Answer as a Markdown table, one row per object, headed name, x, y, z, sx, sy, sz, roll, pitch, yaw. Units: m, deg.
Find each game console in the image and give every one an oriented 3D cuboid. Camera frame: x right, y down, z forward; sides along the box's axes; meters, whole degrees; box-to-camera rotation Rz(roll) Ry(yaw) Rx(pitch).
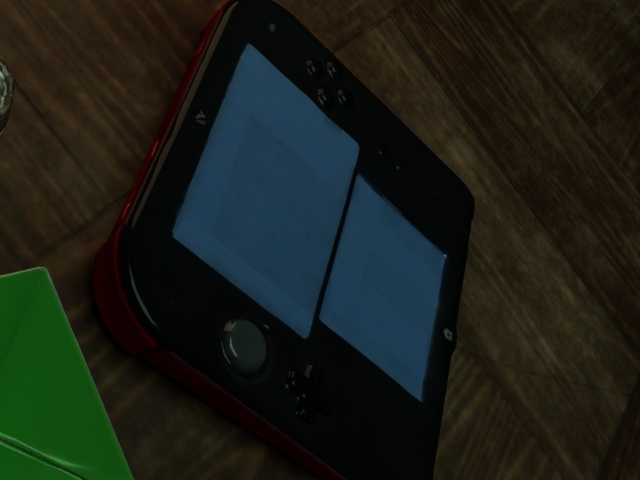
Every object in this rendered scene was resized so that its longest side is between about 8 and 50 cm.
| name | x | y | z | sx | sy | sz | roll | pitch | yaw |
| --- | --- | --- | --- | --- | --- | --- | --- | --- | --- |
| game console | 0.000 | 0.000 | 0.895 | 0.342 | 0.060 | 0.386 | 37 | 45 | -22 |

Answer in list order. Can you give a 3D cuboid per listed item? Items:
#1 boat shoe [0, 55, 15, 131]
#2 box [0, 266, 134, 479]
| name | x | y | z | sx | sy | sz | roll | pitch | yaw |
| --- | --- | --- | --- | --- | --- | --- | --- | --- | --- |
| boat shoe | -0.301 | -0.067 | 0.605 | 0.324 | 0.097 | 0.116 | -24 | 84 | -49 |
| box | -0.252 | 0.126 | 0.429 | 0.262 | 0.231 | 0.126 | -14 | 76 | -49 |
